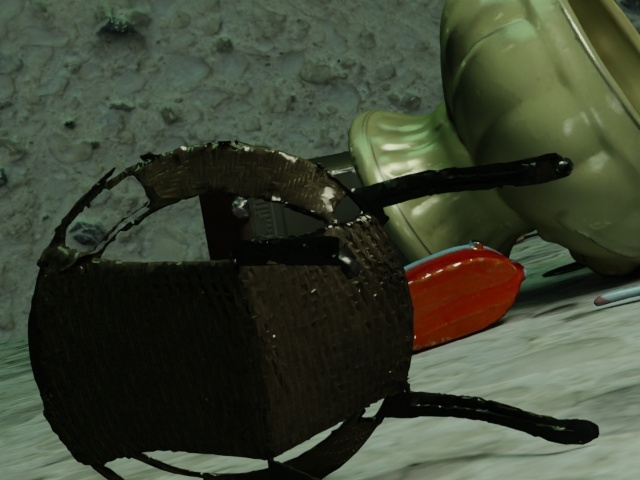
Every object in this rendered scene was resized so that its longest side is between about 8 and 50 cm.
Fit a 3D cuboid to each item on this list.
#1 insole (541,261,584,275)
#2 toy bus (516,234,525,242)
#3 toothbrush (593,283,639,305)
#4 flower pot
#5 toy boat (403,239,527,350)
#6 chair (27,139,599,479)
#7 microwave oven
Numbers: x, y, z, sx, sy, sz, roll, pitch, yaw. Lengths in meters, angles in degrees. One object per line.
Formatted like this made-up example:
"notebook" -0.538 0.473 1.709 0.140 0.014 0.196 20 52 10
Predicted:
"insole" 0.286 0.018 1.335 0.153 0.002 0.053 -17 3 -42
"toy bus" 0.237 -0.036 1.846 0.090 0.112 0.274 -3 9 43
"toothbrush" 0.295 0.021 0.938 0.193 0.019 0.013 -16 2 15
"flower pot" 0.185 -0.086 1.154 0.244 0.307 0.307 -34 -7 25
"toy boat" 0.094 0.044 1.019 0.173 0.069 0.059 -19 13 -26
"chair" -0.013 0.043 0.557 0.213 0.174 0.149 1 15 38
"microwave oven" -0.001 -0.001 1.503 0.248 0.188 0.178 -11 6 -19
